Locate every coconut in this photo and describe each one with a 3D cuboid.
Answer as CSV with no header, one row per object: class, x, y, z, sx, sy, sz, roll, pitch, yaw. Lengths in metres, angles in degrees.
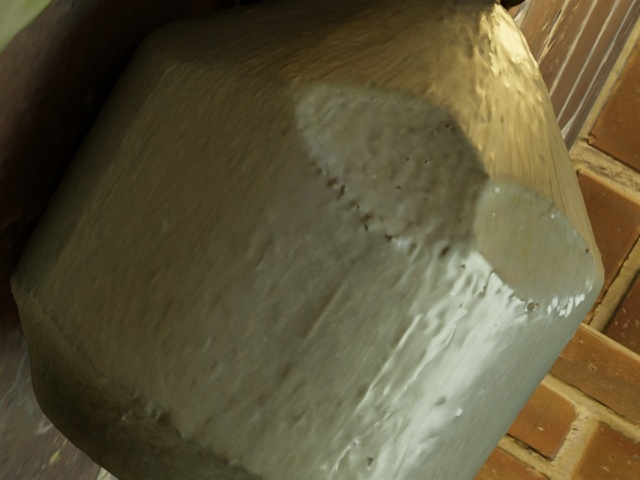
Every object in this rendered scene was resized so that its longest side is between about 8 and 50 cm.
coconut,0.000,0.000,0.581,0.266,0.237,0.237,-53,168,2

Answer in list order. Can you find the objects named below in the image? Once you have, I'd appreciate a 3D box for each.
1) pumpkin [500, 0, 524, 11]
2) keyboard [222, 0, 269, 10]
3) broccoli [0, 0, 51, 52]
pumpkin,0.049,-0.163,0.642,0.119,0.107,0.183,-62,-162,-21
keyboard,-0.028,-0.158,0.589,0.055,0.017,0.166,-54,167,-24
broccoli,-0.134,0.004,0.174,0.252,0.221,0.361,113,2,-62
